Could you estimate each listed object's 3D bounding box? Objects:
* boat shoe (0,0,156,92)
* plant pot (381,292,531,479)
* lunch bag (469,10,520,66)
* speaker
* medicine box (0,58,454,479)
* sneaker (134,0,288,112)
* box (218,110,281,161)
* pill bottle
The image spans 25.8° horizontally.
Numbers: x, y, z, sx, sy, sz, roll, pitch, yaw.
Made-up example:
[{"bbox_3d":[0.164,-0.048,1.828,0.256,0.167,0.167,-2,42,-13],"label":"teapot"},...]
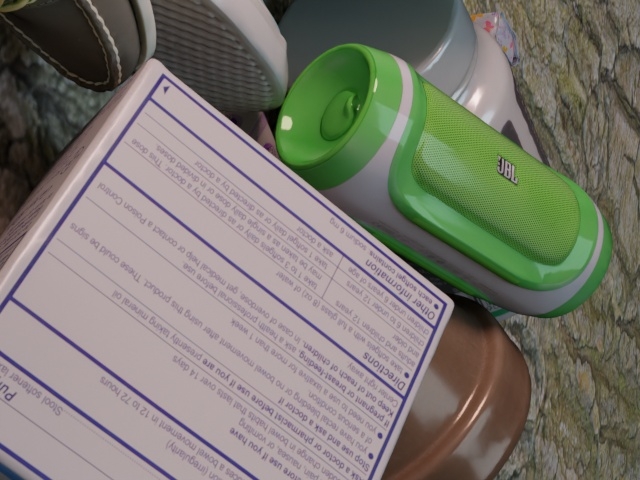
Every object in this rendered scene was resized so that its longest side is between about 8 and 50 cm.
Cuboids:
[{"bbox_3d":[-0.203,-0.188,0.820,0.305,0.109,0.091,55,45,-42],"label":"boat shoe"},{"bbox_3d":[0.004,0.094,1.148,0.229,0.263,0.263,52,44,-26],"label":"plant pot"},{"bbox_3d":[0.189,-0.229,1.635,0.083,0.071,0.053,44,50,-54],"label":"lunch bag"},{"bbox_3d":[0.105,-0.041,1.126,0.296,0.131,0.131,30,64,-36],"label":"speaker"},{"bbox_3d":[-0.096,0.086,0.872,0.263,0.149,0.289,39,52,-14],"label":"medicine box"},{"bbox_3d":[-0.106,-0.230,0.975,0.366,0.135,0.150,52,50,-53],"label":"sneaker"},{"bbox_3d":[-0.120,0.025,1.047,0.324,0.063,0.067,-62,144,-41],"label":"box"},{"bbox_3d":[0.101,-0.087,1.322,0.361,0.204,0.204,57,43,-49],"label":"pill bottle"}]
